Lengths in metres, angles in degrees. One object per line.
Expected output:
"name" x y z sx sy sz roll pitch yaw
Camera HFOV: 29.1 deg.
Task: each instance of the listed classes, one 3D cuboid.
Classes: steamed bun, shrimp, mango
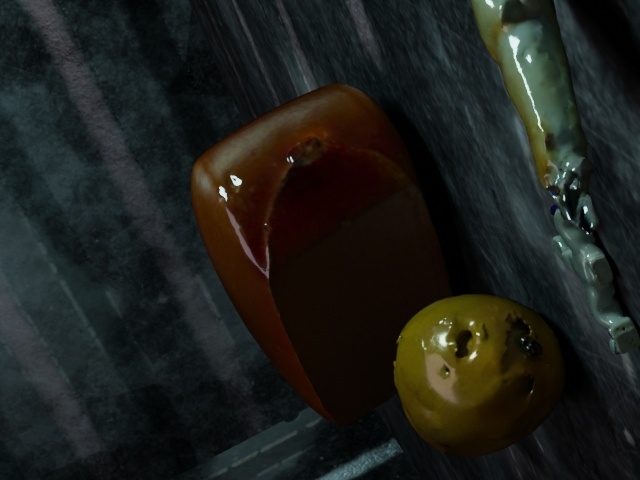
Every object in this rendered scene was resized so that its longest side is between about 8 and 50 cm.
"steamed bun" 0.000 0.000 1.352 0.248 0.235 0.379 50 168 43
"shrimp" 0.080 -0.160 0.620 0.185 0.068 0.287 -80 -23 -64
"mango" 0.137 0.125 1.138 0.156 0.151 0.248 29 169 0

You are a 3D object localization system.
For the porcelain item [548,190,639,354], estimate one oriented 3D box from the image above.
"porcelain item" 0.183 0.014 0.877 0.136 0.021 0.075 65 174 -19
